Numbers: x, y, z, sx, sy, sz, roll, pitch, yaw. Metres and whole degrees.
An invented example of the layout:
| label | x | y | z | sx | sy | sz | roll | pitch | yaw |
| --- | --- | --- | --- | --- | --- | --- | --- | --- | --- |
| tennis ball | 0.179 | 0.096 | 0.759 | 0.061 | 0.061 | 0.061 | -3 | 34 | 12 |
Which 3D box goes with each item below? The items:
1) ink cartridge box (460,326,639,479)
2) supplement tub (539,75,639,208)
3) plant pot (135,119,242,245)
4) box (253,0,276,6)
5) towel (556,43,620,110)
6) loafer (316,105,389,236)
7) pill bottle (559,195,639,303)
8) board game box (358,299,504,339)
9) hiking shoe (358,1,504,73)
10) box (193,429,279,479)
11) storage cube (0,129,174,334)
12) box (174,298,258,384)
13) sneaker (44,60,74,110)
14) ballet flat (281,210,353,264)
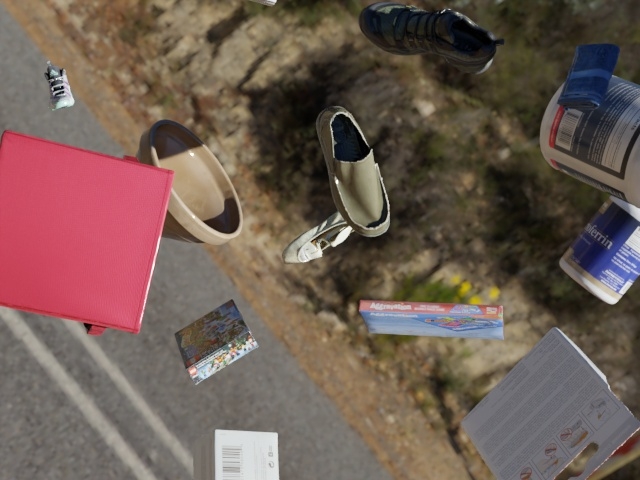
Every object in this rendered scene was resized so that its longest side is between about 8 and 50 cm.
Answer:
| label | x | y | z | sx | sy | sz | roll | pitch | yaw |
| --- | --- | --- | --- | --- | --- | --- | --- | --- | --- |
| ink cartridge box | 0.282 | 0.231 | 1.334 | 0.056 | 0.181 | 0.224 | 38 | 10 | -30 |
| supplement tub | 0.531 | -0.167 | 1.884 | 0.272 | 0.191 | 0.191 | 33 | -8 | 40 |
| plant pot | -0.247 | -0.079 | 1.886 | 0.237 | 0.110 | 0.237 | 47 | 22 | -26 |
| box | -0.078 | -0.609 | 2.088 | 0.067 | 0.324 | 0.063 | 15 | 2 | -10 |
| towel | 0.393 | -0.240 | 1.610 | 0.029 | 0.067 | 0.119 | 55 | 49 | -39 |
| loafer | 0.057 | -0.125 | 1.991 | 0.087 | 0.094 | 0.251 | 158 | -91 | -85 |
| pill bottle | 0.647 | -0.008 | 2.357 | 0.153 | 0.264 | 0.153 | 34 | 11 | -8 |
| board game box | 0.226 | 0.159 | 2.219 | 0.145 | 0.281 | 0.027 | 65 | 29 | -66 |
| hiking shoe | 0.174 | -0.335 | 1.728 | 0.227 | 0.086 | 0.114 | 14 | -14 | -4 |
| box | -0.120 | 0.326 | 1.556 | 0.102 | 0.087 | 0.101 | 9 | 65 | -28 |
| storage cube | -0.297 | -0.008 | 1.271 | 0.193 | 0.215 | 0.184 | 13 | -6 | -19 |
| box | -0.236 | 0.221 | 2.456 | 0.044 | 0.159 | 0.233 | 61 | -5 | -19 |
| sneaker | -0.397 | -0.235 | 1.652 | 0.098 | 0.038 | 0.069 | -134 | -150 | -67 |
| ballet flat | 0.000 | 0.000 | 2.088 | 0.057 | 0.168 | 0.052 | 46 | 8 | -49 |
